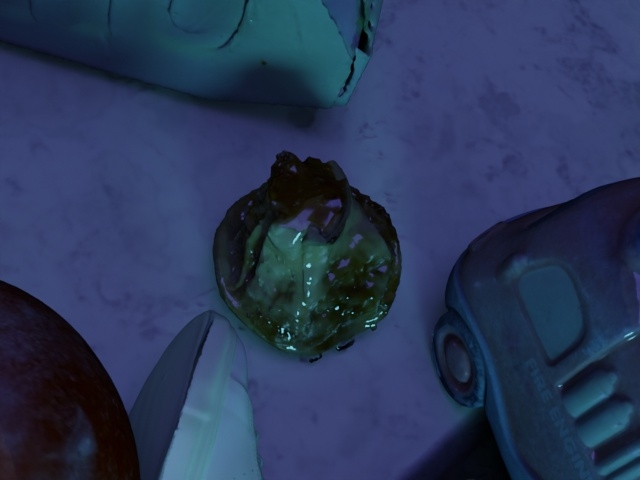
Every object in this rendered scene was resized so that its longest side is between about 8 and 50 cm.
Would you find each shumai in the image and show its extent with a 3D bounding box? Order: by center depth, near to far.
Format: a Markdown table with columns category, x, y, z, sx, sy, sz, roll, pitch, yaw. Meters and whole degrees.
| category | x | y | z | sx | sy | sz | roll | pitch | yaw |
| --- | --- | --- | --- | --- | --- | --- | --- | --- | --- |
| shumai | -0.004 | 0.000 | 0.870 | 0.145 | 0.116 | 0.145 | 7 | 62 | -14 |

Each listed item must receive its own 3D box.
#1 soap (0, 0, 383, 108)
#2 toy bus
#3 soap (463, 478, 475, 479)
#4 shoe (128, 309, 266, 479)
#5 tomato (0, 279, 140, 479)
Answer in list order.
| category | x | y | z | sx | sy | sz | roll | pitch | yaw |
| --- | --- | --- | --- | --- | --- | --- | --- | --- | --- |
| soap | -0.160 | -0.249 | 0.871 | 0.446 | 0.261 | 0.156 | 15 | 60 | -9 |
| toy bus | 0.222 | 0.083 | 0.824 | 0.197 | 0.232 | 0.294 | -13 | 68 | -21 |
| soap | -0.003 | 0.222 | 0.801 | 0.252 | 0.037 | 0.092 | -8 | 67 | -19 |
| shoe | -0.067 | 0.174 | 0.745 | 0.110 | 0.095 | 0.265 | 27 | 54 | -21 |
| tomato | -0.224 | 0.146 | 0.664 | 0.270 | 0.227 | 0.270 | -5 | 50 | 6 |
